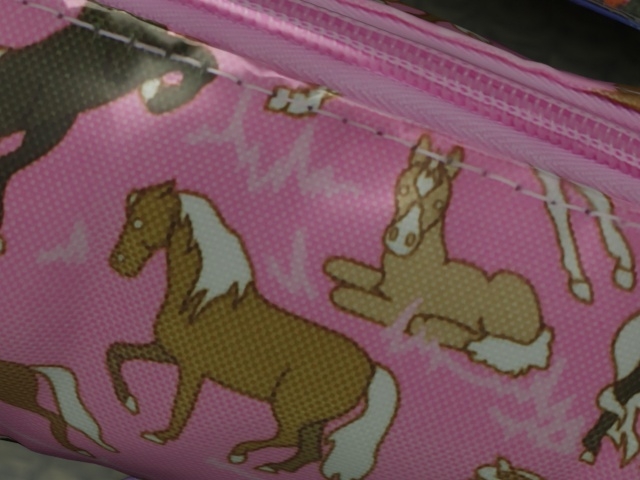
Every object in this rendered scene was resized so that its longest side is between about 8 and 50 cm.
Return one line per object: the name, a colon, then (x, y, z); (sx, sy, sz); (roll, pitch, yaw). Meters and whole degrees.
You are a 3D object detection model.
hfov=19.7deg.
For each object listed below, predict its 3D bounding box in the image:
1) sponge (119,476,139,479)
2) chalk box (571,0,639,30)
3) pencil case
sponge: (-0.075, 0.144, 0.544); (0.210, 0.031, 0.117); (-27, 79, -3)
chalk box: (0.148, -0.127, 0.468); (0.289, 0.179, 0.180); (25, 106, 11)
pencil case: (0.000, 0.000, 0.470); (0.386, 0.167, 0.160); (21, 96, -8)
